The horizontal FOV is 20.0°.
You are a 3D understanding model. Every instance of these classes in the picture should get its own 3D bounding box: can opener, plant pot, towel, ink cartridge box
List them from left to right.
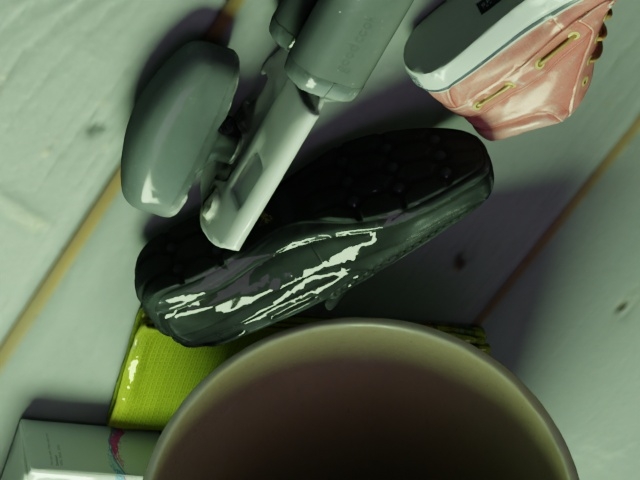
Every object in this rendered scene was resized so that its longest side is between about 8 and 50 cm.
[{"bbox_3d":[-0.144,0.166,1.173,0.122,0.052,0.088,7,126,-24],"label":"ink cartridge box"},{"bbox_3d":[-0.017,-0.116,0.964,0.095,0.076,0.283,15,122,-28],"label":"can opener"},{"bbox_3d":[-0.013,0.092,1.174,0.237,0.021,0.102,5,126,-20],"label":"towel"},{"bbox_3d":[0.027,0.216,1.152,0.256,0.256,0.274,-15,157,-5],"label":"plant pot"}]

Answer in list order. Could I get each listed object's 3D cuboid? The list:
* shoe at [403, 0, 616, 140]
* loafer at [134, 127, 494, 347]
[{"bbox_3d":[0.138,-0.127,1.015,0.178,0.063,0.081,-35,131,19],"label":"shoe"},{"bbox_3d":[0.000,0.000,1.070,0.223,0.076,0.078,-23,137,8],"label":"loafer"}]
